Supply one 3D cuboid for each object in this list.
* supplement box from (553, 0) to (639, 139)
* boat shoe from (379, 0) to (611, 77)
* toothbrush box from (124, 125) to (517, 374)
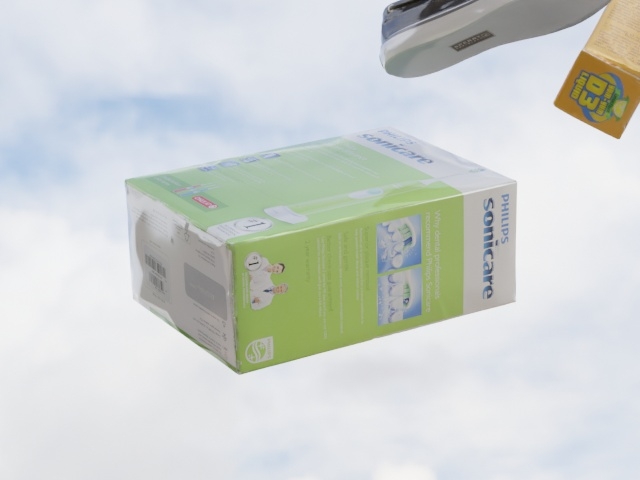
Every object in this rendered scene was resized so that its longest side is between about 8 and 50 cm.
[{"bbox_3d":[0.299,-0.195,1.721,0.080,0.233,0.078,27,-49,4],"label":"supplement box"},{"bbox_3d":[0.152,-0.214,1.587,0.228,0.076,0.080,-21,-27,30],"label":"boat shoe"},{"bbox_3d":[0.000,0.000,1.570,0.283,0.122,0.206,-15,24,-28],"label":"toothbrush box"}]
